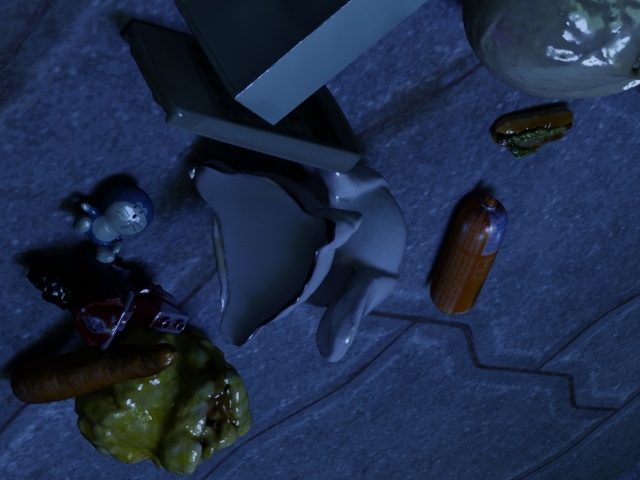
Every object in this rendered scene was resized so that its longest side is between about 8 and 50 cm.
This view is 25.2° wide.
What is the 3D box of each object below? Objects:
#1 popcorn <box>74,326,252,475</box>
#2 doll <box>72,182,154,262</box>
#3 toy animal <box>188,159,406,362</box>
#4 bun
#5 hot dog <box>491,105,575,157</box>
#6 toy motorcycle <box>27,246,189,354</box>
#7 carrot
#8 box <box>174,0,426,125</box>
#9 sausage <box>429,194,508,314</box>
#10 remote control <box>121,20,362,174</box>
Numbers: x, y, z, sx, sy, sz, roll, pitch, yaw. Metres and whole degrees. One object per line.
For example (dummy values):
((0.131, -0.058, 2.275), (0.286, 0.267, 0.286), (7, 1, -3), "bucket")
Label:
((-0.188, 0.209, 1.773), (0.200, 0.203, 0.226), (-38, 143, 0), "popcorn")
((-0.220, -0.028, 1.514), (0.083, 0.050, 0.076), (-31, 134, 5), "doll")
((-0.008, -0.012, 1.594), (0.174, 0.249, 0.289), (-7, -158, 25), "toy animal")
((0.324, -0.276, 1.459), (0.361, 0.213, 0.361), (-25, 154, -13), "bun")
((0.272, -0.137, 1.816), (0.133, 0.041, 0.056), (-13, 147, -30), "hot dog")
((-0.224, 0.069, 1.594), (0.213, 0.122, 0.082), (14, 115, -55), "toy motorcycle")
((-0.261, 0.150, 1.668), (0.248, 0.059, 0.059), (-13, 161, 28), "carrot")
((-0.004, -0.230, 1.305), (0.225, 0.129, 0.086), (-38, 152, 13), "box")
((0.209, 0.013, 1.970), (0.071, 0.071, 0.234), (-18, 150, -23), "sausage")
((-0.072, -0.139, 1.401), (0.038, 0.123, 0.285), (-43, 148, 24), "remote control")
